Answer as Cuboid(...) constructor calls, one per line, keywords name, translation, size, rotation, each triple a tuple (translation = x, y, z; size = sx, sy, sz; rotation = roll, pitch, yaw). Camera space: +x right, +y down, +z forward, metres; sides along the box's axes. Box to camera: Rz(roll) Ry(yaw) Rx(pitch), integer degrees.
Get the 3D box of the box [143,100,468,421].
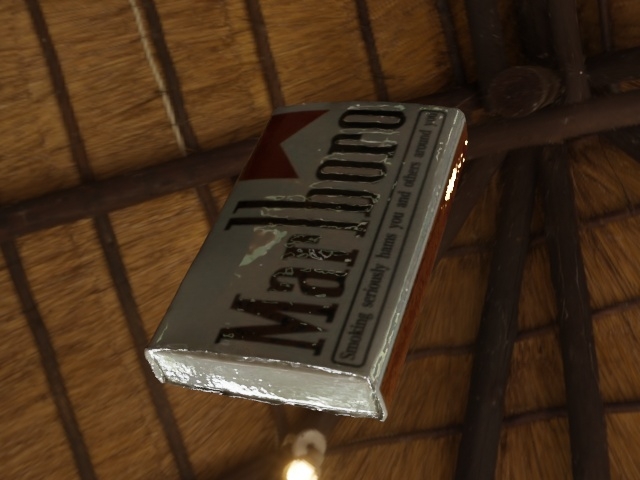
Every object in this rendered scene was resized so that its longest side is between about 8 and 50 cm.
Cuboid(name="box", translation=(0.000, 0.000, 0.445), size=(0.115, 0.177, 0.036), rotation=(3, -42, 22))
